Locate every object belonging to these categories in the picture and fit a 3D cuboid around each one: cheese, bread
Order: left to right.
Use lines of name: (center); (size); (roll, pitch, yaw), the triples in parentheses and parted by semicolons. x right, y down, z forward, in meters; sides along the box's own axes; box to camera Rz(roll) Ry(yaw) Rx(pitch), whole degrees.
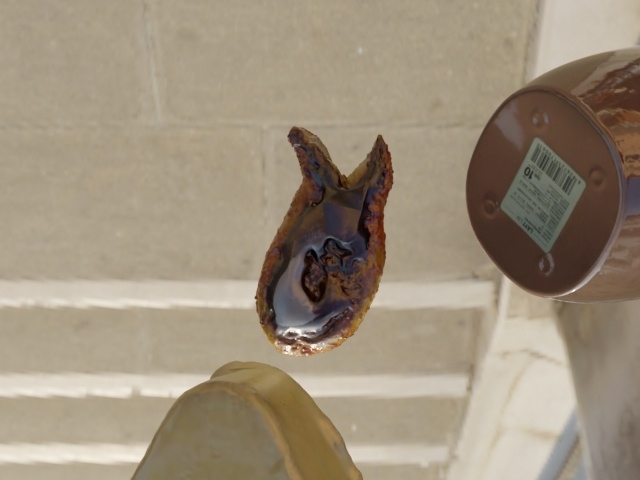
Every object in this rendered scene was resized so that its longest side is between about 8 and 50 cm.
cheese: (-0.062, 0.280, 1.196); (0.384, 0.104, 0.384); (4, 100, 22)
bread: (0.007, 0.005, 1.636); (0.139, 0.268, 0.095); (12, 177, 1)

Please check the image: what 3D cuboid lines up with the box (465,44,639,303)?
box: (0.325, -0.071, 1.639); (0.216, 0.301, 0.301); (-10, 145, -41)
